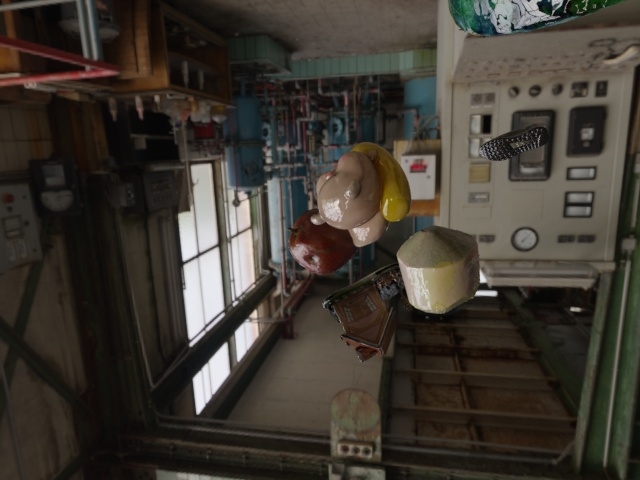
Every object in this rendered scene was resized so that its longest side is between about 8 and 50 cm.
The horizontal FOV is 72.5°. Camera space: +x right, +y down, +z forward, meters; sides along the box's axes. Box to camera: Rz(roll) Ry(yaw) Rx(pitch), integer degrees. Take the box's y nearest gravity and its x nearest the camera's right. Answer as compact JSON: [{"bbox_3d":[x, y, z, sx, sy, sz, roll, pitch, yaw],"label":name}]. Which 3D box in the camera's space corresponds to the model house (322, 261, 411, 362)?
[{"bbox_3d":[0.140,0.185,1.037,0.207,0.153,0.294,-26,159,0],"label":"model house"}]

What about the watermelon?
[{"bbox_3d":[0.310,-0.487,0.683,0.293,0.222,0.319,0,-130,35],"label":"watermelon"}]

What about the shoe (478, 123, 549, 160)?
[{"bbox_3d":[0.581,-0.298,1.316,0.195,0.074,0.077,-15,-155,29],"label":"shoe"}]

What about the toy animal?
[{"bbox_3d":[0.083,-0.137,1.268,0.247,0.277,0.345,-13,164,-18],"label":"toy animal"}]

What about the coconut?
[{"bbox_3d":[0.217,0.044,0.809,0.147,0.152,0.147,-12,-158,5],"label":"coconut"}]

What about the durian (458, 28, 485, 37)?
[{"bbox_3d":[0.350,-0.452,0.889,0.131,0.052,0.066,-16,167,42],"label":"durian"}]

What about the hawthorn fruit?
[{"bbox_3d":[0.000,0.000,1.754,0.300,0.275,0.275,23,-178,-24],"label":"hawthorn fruit"}]
